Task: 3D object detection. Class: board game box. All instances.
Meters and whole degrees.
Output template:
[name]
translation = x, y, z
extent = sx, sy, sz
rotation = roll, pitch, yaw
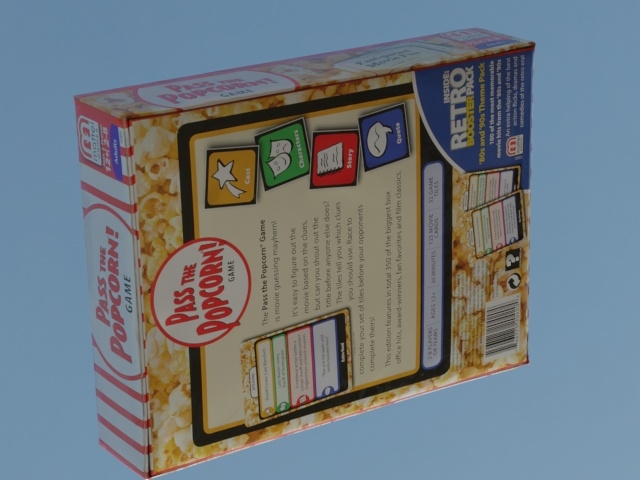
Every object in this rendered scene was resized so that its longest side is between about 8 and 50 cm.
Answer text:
[board game box]
translation = 0.000, 0.000, 0.712
extent = 0.193, 0.045, 0.147
rotation = -13, -68, -32
